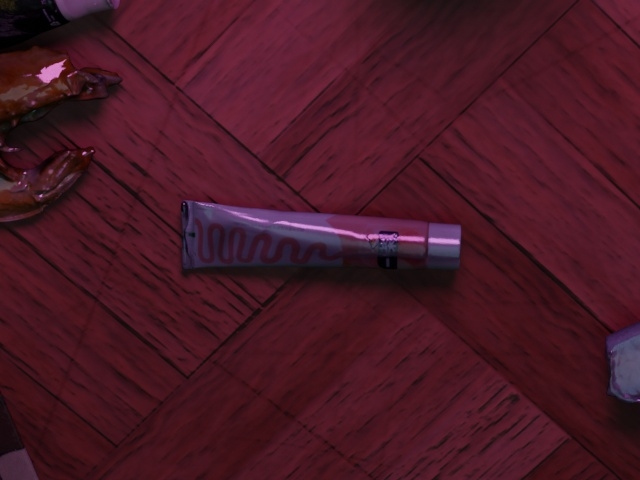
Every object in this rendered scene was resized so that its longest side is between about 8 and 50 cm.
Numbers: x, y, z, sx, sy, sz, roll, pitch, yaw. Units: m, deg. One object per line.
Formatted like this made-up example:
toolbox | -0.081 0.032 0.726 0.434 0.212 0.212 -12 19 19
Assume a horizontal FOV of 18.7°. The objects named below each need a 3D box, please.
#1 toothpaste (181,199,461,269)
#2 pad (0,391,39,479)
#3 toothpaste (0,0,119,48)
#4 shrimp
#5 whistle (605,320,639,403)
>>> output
toothpaste | 0.000 0.000 1.431 0.205 0.036 0.056 2 115 3
pad | -0.287 0.229 1.540 0.158 0.003 0.235 -16 112 6
toothpaste | -0.236 -0.158 1.360 0.193 0.045 0.071 -12 112 11
shrimp | -0.227 -0.077 1.396 0.187 0.051 0.132 -19 132 13
whistle | 0.344 0.075 1.440 0.269 0.093 0.180 -6 106 9
